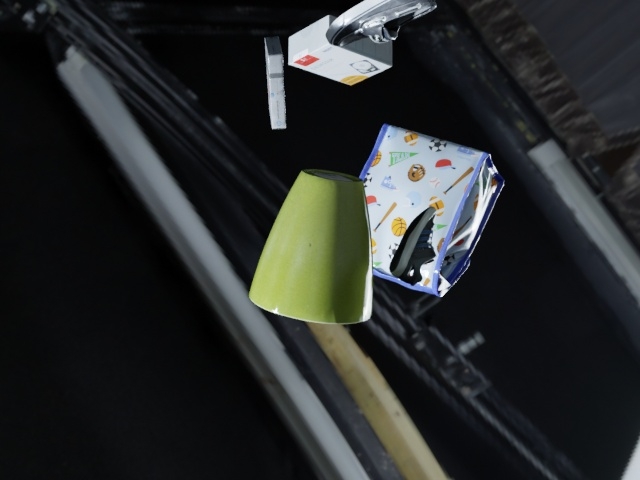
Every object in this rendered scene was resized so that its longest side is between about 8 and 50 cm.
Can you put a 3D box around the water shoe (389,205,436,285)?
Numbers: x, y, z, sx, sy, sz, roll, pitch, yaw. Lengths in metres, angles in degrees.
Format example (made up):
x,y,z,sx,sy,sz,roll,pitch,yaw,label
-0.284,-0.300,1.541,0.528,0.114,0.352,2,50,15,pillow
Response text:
x,y,z,sx,sy,sz,roll,pitch,yaw,label
0.220,0.015,2.129,0.080,0.073,0.203,37,-120,-9,water shoe

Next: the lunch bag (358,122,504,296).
x,y,z,sx,sy,sz,roll,pitch,yaw,label
0.257,-0.067,2.554,0.328,0.385,0.239,19,168,31,lunch bag

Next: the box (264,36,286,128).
x,y,z,sx,sy,sz,roll,pitch,yaw,label
-0.109,-0.384,2.331,0.038,0.186,0.145,-5,-150,-4,box

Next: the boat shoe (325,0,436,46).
x,y,z,sx,sy,sz,roll,pitch,yaw,label
0.144,-0.520,2.289,0.108,0.301,0.102,-13,-99,-58,boat shoe

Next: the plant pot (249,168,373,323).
x,y,z,sx,sy,sz,roll,pitch,yaw,label
0.000,0.000,2.094,0.275,0.293,0.275,8,-168,-2,plant pot

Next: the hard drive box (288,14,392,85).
x,y,z,sx,sy,sz,roll,pitch,yaw,label
0.055,-0.526,2.673,0.232,0.181,0.089,12,-108,-37,hard drive box
